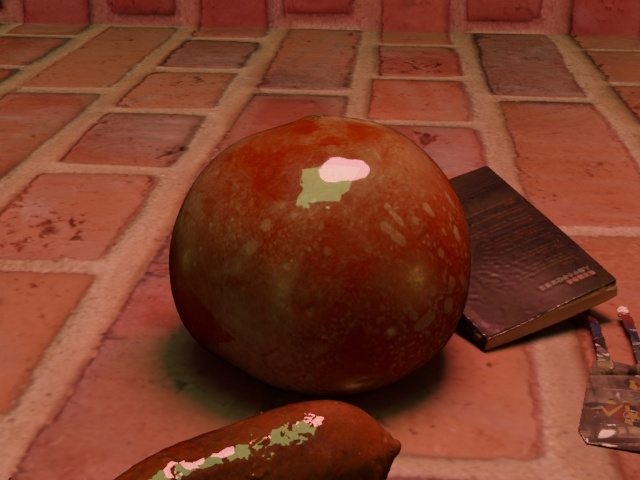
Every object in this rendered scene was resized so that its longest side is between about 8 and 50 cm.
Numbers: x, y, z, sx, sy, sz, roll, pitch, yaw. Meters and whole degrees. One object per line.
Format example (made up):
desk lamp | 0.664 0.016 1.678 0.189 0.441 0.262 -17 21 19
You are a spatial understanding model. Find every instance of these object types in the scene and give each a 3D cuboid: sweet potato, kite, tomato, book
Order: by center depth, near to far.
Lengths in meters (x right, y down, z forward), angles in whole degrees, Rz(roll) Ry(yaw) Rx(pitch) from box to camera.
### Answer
sweet potato | -0.082 0.176 0.636 0.292 0.097 0.097 -20 29 -25
kite | 0.285 0.116 0.879 0.141 0.015 0.245 4 26 4
tomato | 0.000 0.000 0.890 0.270 0.222 0.270 3 20 -1
book | 0.171 0.011 1.028 0.160 0.024 0.228 -20 43 -19
